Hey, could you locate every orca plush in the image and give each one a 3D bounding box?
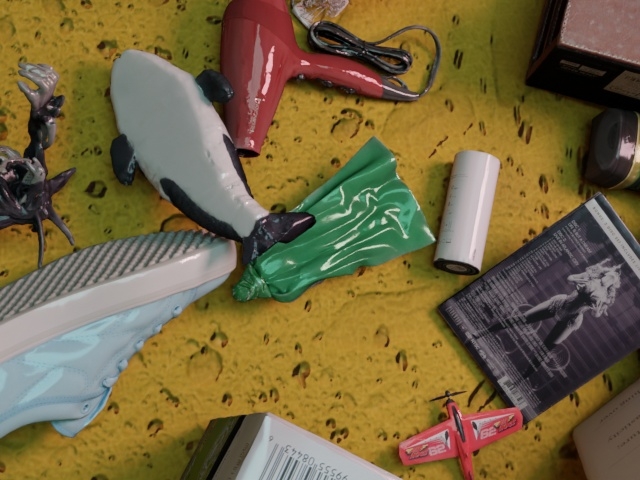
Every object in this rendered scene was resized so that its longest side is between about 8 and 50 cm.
[{"bbox_3d":[-0.112,-0.087,1.041,0.287,0.102,0.151,34,92,25],"label":"orca plush"}]

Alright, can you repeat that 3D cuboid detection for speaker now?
[{"bbox_3d":[0.167,-0.033,1.133,0.055,0.055,0.136,16,74,-11],"label":"speaker"}]

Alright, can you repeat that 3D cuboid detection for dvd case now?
[{"bbox_3d":[0.267,0.077,1.105,0.221,0.018,0.164,-36,88,9],"label":"dvd case"}]

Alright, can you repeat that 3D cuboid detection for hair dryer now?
[{"bbox_3d":[-0.007,-0.202,1.111,0.223,0.080,0.293,46,71,-1],"label":"hair dryer"}]

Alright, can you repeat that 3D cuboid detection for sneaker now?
[{"bbox_3d":[-0.238,0.104,0.978,0.366,0.135,0.150,-23,114,-23],"label":"sneaker"}]

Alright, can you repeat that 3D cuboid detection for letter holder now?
[{"bbox_3d":[0.424,-0.261,1.158,0.302,0.152,0.214,16,83,0],"label":"letter holder"}]

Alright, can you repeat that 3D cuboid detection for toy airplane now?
[{"bbox_3d":[0.160,0.236,1.085,0.151,0.028,0.151,3,78,-13],"label":"toy airplane"}]

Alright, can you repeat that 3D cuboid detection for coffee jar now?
[{"bbox_3d":[0.411,-0.094,1.199,0.184,0.079,0.096,14,74,-11],"label":"coffee jar"}]

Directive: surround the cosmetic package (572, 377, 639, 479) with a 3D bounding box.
[{"bbox_3d":[0.477,0.264,0.917,0.329,0.394,0.327,-40,91,12],"label":"cosmetic package"}]

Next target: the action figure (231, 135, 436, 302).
[{"bbox_3d":[0.000,0.000,1.077,0.232,0.063,0.137,-32,89,-23],"label":"action figure"}]

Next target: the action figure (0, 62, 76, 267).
[{"bbox_3d":[-0.338,-0.105,0.969,0.275,0.141,0.164,46,51,1],"label":"action figure"}]

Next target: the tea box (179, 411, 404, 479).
[{"bbox_3d":[0.016,0.320,0.872,0.329,0.323,0.220,29,73,-8],"label":"tea box"}]
